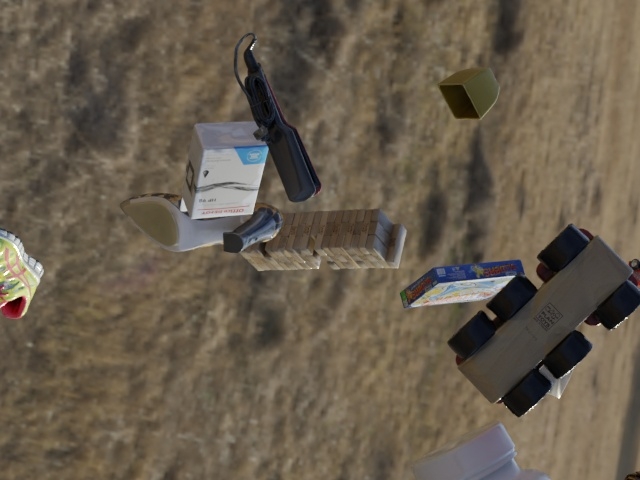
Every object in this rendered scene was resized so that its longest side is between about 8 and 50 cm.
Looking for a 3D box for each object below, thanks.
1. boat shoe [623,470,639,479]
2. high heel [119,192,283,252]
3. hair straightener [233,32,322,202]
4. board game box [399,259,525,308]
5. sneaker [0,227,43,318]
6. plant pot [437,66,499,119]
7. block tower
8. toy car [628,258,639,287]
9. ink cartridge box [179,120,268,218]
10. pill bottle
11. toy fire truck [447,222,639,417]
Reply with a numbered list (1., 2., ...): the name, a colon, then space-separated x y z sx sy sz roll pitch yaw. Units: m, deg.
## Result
1. boat shoe: 0.530 0.409 1.857 0.064 0.178 0.060 56 -7 50
2. high heel: -0.202 -0.043 1.988 0.186 0.261 0.093 -33 135 -60
3. hair straightener: -0.059 -0.157 1.468 0.089 0.047 0.230 -48 121 -74
4. board game box: 0.271 0.083 2.171 0.136 0.201 0.035 -44 -124 56
5. sneaker: -0.447 0.046 1.558 0.208 0.082 0.094 56 38 -60
6. plant pot: 0.287 -0.285 2.138 0.083 0.081 0.081 -41 115 -21
7. block tower: 0.000 0.000 2.297 0.097 0.336 0.090 47 50 -49
8. toy car: 0.597 0.071 2.296 0.053 0.239 0.225 -68 161 -10
9. ink cartridge box: -0.149 -0.093 1.726 0.180 0.104 0.060 106 -31 -43
10. pill bottle: 0.242 0.396 1.419 0.318 0.176 0.176 62 19 7
11. toy fire truck: 0.276 0.107 1.358 0.217 0.158 0.246 -45 174 3
